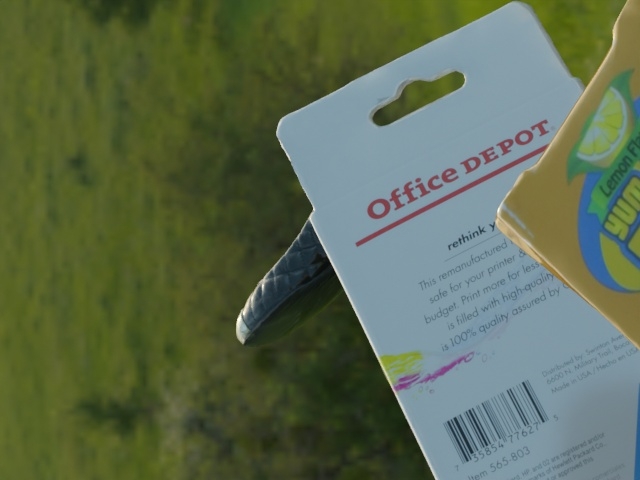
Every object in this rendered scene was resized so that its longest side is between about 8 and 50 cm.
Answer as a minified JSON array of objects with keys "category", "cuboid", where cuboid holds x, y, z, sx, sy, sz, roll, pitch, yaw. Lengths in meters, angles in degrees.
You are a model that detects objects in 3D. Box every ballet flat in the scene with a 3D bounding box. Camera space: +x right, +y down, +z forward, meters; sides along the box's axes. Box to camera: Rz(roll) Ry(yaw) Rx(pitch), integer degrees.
[{"category":"ballet flat","cuboid":[0.000,0.000,1.127,0.049,0.057,0.173,50,117,25]}]

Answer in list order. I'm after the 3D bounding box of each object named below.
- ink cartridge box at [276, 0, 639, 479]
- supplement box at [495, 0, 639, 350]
[{"category":"ink cartridge box","cuboid":[0.068,0.020,0.617,0.181,0.104,0.061,65,-178,27]},{"category":"supplement box","cuboid":[0.154,-0.022,0.492,0.080,0.233,0.078,48,125,29]}]
